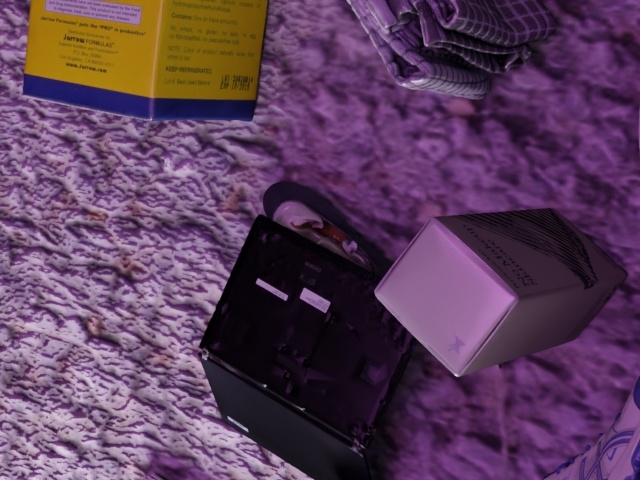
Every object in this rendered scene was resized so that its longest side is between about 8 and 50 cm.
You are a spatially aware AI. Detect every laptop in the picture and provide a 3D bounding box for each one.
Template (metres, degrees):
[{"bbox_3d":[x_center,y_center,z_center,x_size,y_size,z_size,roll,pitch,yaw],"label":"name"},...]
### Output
[{"bbox_3d":[-0.002,0.142,1.390,0.234,0.136,0.264,27,98,26],"label":"laptop"}]

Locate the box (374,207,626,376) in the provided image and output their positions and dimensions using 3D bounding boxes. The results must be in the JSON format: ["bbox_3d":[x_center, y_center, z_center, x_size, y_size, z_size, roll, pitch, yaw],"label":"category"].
[{"bbox_3d":[0.174,0.040,1.160,0.113,0.275,0.094,44,114,21],"label":"box"}]

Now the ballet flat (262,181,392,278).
[{"bbox_3d":[0.000,0.000,1.386,0.203,0.074,0.074,40,113,23],"label":"ballet flat"}]

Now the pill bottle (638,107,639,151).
[{"bbox_3d":[0.440,-0.096,1.038,0.323,0.181,0.181,1,95,32],"label":"pill bottle"}]

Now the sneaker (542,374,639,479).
[{"bbox_3d":[0.271,0.234,1.219,0.131,0.112,0.296,27,100,46],"label":"sneaker"}]

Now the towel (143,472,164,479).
[{"bbox_3d":[-0.176,0.402,1.559,0.144,0.029,0.197,19,106,29],"label":"towel"}]

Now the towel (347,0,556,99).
[{"bbox_3d":[0.091,-0.280,1.210,0.121,0.235,0.283,-35,76,23],"label":"towel"}]

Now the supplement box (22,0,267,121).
[{"bbox_3d":[-0.182,-0.320,1.396,0.195,0.194,0.356,14,101,30],"label":"supplement box"}]
